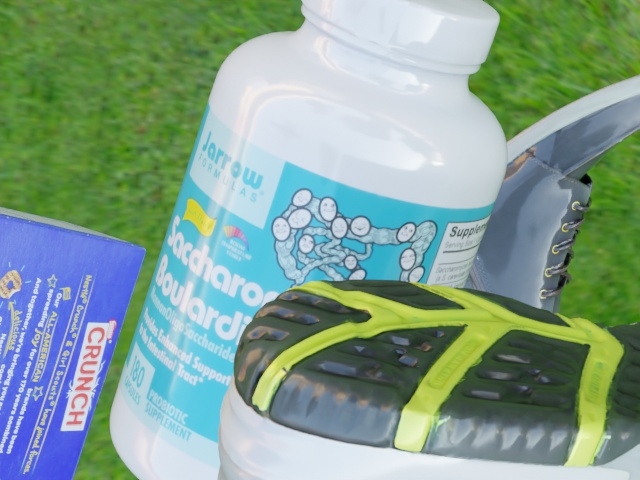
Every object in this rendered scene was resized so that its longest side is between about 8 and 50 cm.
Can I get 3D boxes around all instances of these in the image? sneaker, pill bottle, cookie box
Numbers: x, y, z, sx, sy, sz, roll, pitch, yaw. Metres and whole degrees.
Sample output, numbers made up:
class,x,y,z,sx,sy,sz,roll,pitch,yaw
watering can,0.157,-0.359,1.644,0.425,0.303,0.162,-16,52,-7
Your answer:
class,x,y,z,sx,sy,sz,roll,pitch,yaw
sneaker,0.155,-0.015,1.248,0.222,0.083,0.118,-33,87,18
sneaker,0.133,0.112,0.735,0.384,0.145,0.147,9,111,-20
pill bottle,0.000,0.000,0.931,0.146,0.146,0.264,23,107,15
cookie box,-0.114,0.033,0.586,0.040,0.107,0.092,20,93,38
